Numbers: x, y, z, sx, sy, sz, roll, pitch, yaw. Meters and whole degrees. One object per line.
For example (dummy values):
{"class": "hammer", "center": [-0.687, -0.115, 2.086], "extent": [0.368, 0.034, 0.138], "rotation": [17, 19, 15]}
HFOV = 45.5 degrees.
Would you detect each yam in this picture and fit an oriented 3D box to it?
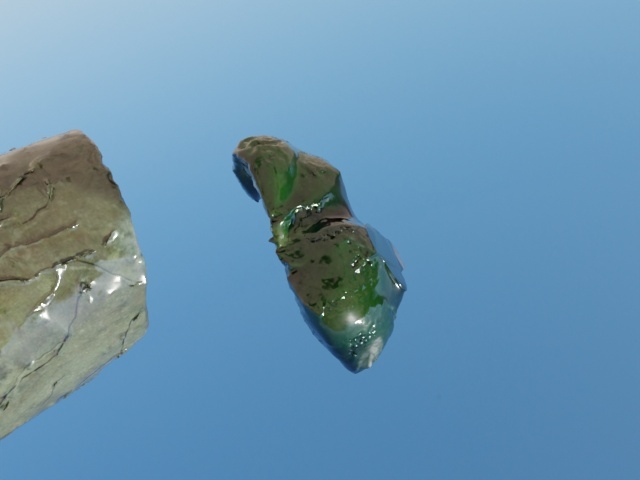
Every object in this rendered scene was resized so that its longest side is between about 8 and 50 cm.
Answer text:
{"class": "yam", "center": [-0.219, 0.053, 0.421], "extent": [0.254, 0.154, 0.154], "rotation": [-31, -149, -18]}

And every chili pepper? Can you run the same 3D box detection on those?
{"class": "chili pepper", "center": [0.008, -0.001, 0.780], "extent": [0.116, 0.148, 0.264], "rotation": [-28, -107, 3]}
